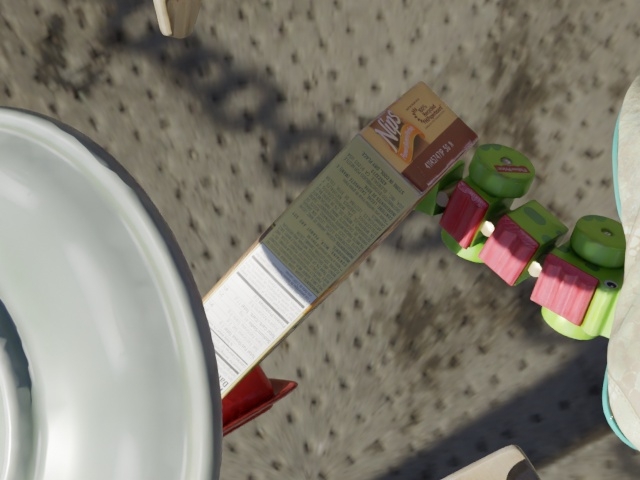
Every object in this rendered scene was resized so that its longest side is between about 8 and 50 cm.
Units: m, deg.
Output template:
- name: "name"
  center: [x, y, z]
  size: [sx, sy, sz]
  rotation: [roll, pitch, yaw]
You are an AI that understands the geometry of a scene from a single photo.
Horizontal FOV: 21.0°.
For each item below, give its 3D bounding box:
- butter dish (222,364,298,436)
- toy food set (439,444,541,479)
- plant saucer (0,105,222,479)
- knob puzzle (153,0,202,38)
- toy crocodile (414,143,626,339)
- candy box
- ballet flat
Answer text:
- name: "butter dish"
  center: [-0.135, 0.140, 1.782]
  size: [0.160, 0.160, 0.118]
  rotation: [-29, 106, -33]
- name: "toy food set"
  center: [0.151, 0.378, 1.815]
  size: [0.219, 0.306, 0.092]
  rotation: [-30, 127, 15]
- name: "plant saucer"
  center: [-0.246, 0.109, 1.187]
  size: [0.400, 0.100, 0.401]
  rotation: [5, 99, 36]
- name: "knob puzzle"
  center: [-0.108, -0.244, 1.355]
  size: [0.030, 0.213, 0.213]
  rotation: [13, 82, 5]
- name: "toy crocodile"
  center: [0.212, 0.008, 1.744]
  size: [0.340, 0.105, 0.115]
  rotation: [36, 126, 20]
- name: "candy box"
  center: [0.000, 0.000, 1.671]
  size: [0.087, 0.183, 0.316]
  rotation: [44, 120, 2]
- name: "ballet flat"
  center: [0.133, 0.000, 0.600]
  size: [0.057, 0.052, 0.168]
  rotation: [29, 50, -24]
